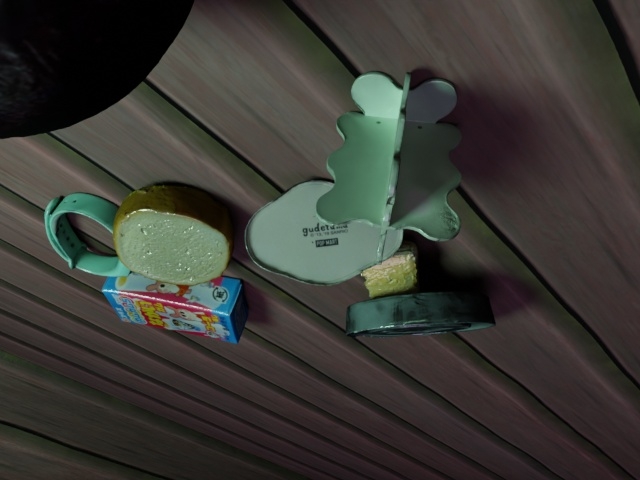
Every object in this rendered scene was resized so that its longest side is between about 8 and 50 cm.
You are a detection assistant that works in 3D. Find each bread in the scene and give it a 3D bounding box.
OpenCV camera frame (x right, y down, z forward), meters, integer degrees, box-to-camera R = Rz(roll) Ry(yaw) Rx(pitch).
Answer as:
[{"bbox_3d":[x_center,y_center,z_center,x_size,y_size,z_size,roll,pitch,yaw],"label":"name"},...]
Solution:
[{"bbox_3d":[0.126,0.049,0.860,0.105,0.082,0.125,-9,130,8],"label":"bread"},{"bbox_3d":[-0.271,-0.005,0.892,0.235,0.070,0.236,2,139,2],"label":"bread"}]

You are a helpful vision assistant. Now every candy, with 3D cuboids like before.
[{"bbox_3d":[-0.333,0.143,1.123,0.305,0.100,0.157,11,145,6],"label":"candy"}]

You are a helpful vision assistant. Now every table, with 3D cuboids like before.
[{"bbox_3d":[0.089,-0.085,0.584,0.166,0.198,0.167,9,144,6],"label":"table"}]

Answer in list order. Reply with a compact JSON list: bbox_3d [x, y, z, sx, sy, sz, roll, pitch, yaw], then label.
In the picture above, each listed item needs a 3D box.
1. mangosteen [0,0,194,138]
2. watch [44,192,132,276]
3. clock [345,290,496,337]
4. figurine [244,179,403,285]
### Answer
[{"bbox_3d":[-0.282,-0.252,0.302,0.381,0.435,0.383,2,100,14],"label":"mangosteen"},{"bbox_3d":[-0.472,0.000,1.001,0.195,0.068,0.237,25,142,-14],"label":"watch"},{"bbox_3d":[0.181,0.145,0.899,0.280,0.056,0.281,-3,164,-1],"label":"clock"},{"bbox_3d":[0.000,0.000,0.807,0.249,0.167,0.141,3,168,-7],"label":"figurine"}]
